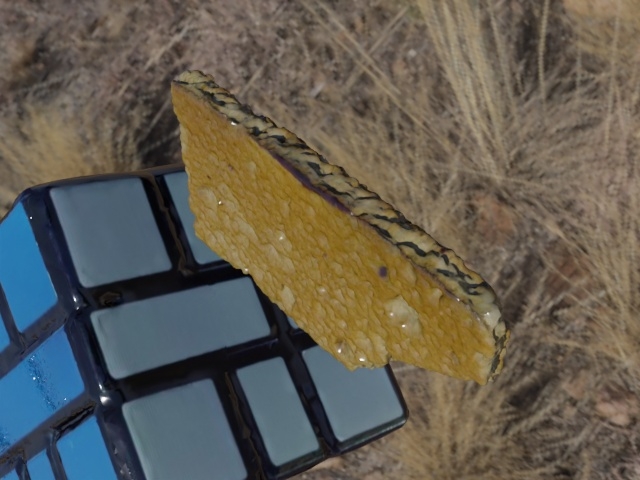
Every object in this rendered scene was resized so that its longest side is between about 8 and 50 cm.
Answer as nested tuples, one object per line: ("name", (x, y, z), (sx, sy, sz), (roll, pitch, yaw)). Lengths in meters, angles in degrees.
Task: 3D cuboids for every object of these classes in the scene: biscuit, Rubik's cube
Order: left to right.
("Rubik's cube", (-0.143, 0.108, 0.872), (0.288, 0.293, 0.283), (-35, 76, 44))
("biscuit", (0.004, 0.010, 0.510), (0.026, 0.131, 0.237), (-35, 55, -25))
